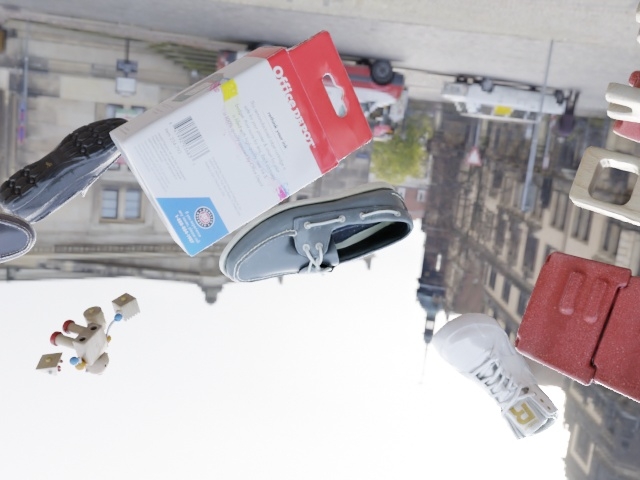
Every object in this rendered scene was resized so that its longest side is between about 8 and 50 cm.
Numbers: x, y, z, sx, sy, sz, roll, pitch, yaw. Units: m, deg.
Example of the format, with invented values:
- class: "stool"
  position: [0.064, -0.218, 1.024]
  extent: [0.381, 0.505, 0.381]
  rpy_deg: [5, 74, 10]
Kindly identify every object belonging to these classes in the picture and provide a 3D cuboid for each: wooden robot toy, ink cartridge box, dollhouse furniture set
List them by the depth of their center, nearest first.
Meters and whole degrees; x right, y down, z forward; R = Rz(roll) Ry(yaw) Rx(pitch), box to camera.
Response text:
- class: "ink cartridge box"
  position: [-0.076, -0.106, 0.729]
  extent: [0.231, 0.134, 0.078]
  rpy_deg: [-33, -154, -14]
- class: "dollhouse furniture set"
  position: [0.346, -0.021, 0.741]
  extent: [0.152, 0.374, 0.201]
  rpy_deg: [20, 180, 26]
- class: "wooden robot toy"
  position: [-0.322, 0.150, 1.005]
  extent: [0.076, 0.079, 0.173]
  rpy_deg: [9, -144, 26]

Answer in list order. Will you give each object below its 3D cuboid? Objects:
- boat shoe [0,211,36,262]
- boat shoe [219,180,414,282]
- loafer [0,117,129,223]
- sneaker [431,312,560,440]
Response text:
- class: "boat shoe"
  position: [-0.450, 0.004, 0.859]
  extent: [0.206, 0.075, 0.065]
  rpy_deg: [0, -166, -28]
- class: "boat shoe"
  position: [0.000, 0.000, 1.128]
  extent: [0.319, 0.116, 0.099]
  rpy_deg: [-21, -132, -17]
- class: "loafer"
  position: [-0.372, -0.104, 1.074]
  extent: [0.223, 0.078, 0.076]
  rpy_deg: [-37, -122, -10]
- class: "sneaker"
  position: [0.305, 0.232, 1.175]
  extent: [0.292, 0.108, 0.169]
  rpy_deg: [33, -159, -45]
